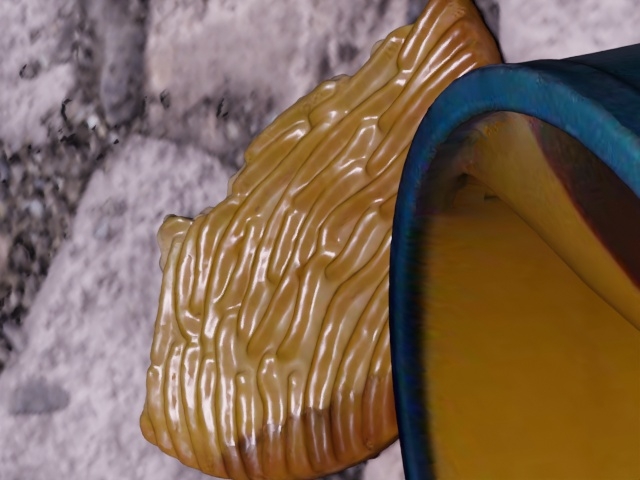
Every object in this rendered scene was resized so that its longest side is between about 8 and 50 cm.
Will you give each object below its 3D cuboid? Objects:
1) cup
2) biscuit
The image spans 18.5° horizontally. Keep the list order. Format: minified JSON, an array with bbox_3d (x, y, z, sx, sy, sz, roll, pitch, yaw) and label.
[{"bbox_3d":[0.193,0.074,0.448,0.242,0.292,0.308,-121,21,-48],"label":"cup"},{"bbox_3d":[-0.001,0.000,0.814,0.176,0.031,0.229,23,102,35],"label":"biscuit"}]
